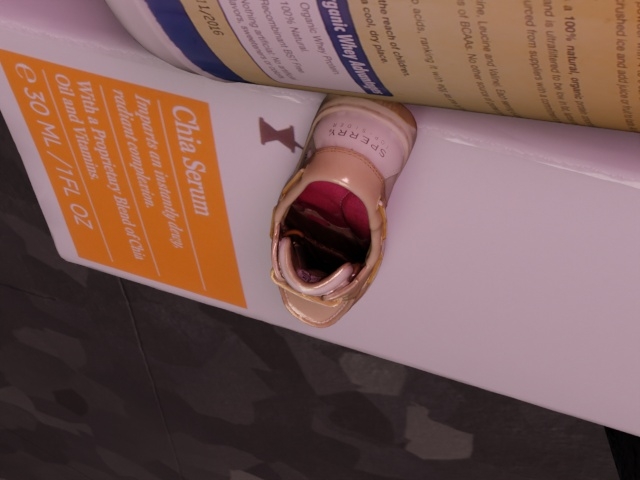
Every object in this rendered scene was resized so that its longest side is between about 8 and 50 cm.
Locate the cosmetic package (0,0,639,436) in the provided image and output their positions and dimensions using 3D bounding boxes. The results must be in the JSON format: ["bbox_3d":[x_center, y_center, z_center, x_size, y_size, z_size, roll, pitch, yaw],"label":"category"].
[{"bbox_3d":[0.055,-0.051,0.604,0.453,0.162,0.230,15,146,15],"label":"cosmetic package"}]

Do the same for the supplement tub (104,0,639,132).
[{"bbox_3d":[0.092,-0.154,0.366,0.316,0.228,0.228,11,145,22],"label":"supplement tub"}]

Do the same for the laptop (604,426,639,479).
[{"bbox_3d":[0.445,0.223,0.718,0.407,0.236,0.382,29,150,-22],"label":"laptop"}]

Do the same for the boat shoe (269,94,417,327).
[{"bbox_3d":[0.000,0.000,0.506,0.063,0.059,0.170,21,146,6],"label":"boat shoe"}]
